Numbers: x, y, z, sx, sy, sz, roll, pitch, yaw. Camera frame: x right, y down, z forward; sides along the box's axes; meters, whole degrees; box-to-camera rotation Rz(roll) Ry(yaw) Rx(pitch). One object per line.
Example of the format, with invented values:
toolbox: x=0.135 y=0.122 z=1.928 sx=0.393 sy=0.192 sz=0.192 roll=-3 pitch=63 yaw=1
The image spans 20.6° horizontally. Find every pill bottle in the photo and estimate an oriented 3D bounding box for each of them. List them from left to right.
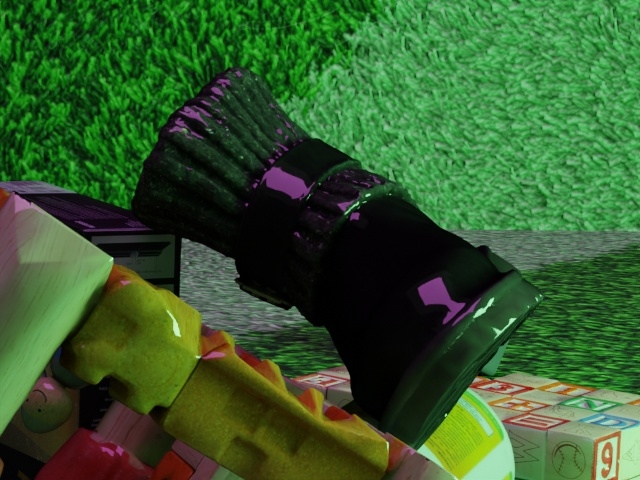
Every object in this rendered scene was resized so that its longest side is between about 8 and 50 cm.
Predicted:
pill bottle: x=0.039 y=0.177 z=1.180 sx=0.136 sy=0.136 sz=0.245 roll=5 pitch=8 yaw=19

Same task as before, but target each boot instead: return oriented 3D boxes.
boot: x=-0.002 y=0.003 z=1.133 sx=0.260 sy=0.131 sz=0.348 roll=37 pitch=4 yaw=0

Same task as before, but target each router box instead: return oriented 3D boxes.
router box: x=-0.206 y=0.089 z=1.372 sx=0.081 sy=0.243 sz=0.309 roll=-2 pitch=8 yaw=-28

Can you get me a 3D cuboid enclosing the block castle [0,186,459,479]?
block castle: x=-0.144 y=0.115 z=0.949 sx=0.303 sy=0.213 sz=0.453 roll=34 pitch=-5 yaw=-21

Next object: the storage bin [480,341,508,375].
storage bin: x=0.138 y=0.107 z=1.941 sx=0.091 sy=0.098 sz=0.135 roll=31 pitch=-12 yaw=-37

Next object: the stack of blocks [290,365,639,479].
stack of blocks: x=0.137 y=0.167 z=1.463 sx=0.297 sy=0.087 sz=0.171 roll=8 pitch=9 yaw=36
